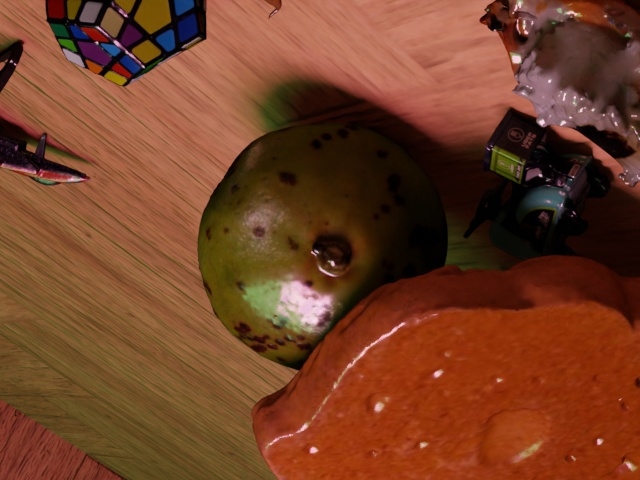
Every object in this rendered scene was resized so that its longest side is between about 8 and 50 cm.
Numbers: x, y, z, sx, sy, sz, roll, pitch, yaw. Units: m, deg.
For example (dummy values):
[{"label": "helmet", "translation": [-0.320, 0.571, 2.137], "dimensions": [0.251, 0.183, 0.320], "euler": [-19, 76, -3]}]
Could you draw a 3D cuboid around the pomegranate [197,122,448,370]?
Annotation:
[{"label": "pomegranate", "translation": [0.000, 0.000, 1.164], "dimensions": [0.211, 0.211, 0.263], "euler": [31, -174, -9]}]

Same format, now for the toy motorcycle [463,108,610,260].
[{"label": "toy motorcycle", "translation": [0.170, -0.027, 1.085], "dimensions": [0.100, 0.058, 0.173], "euler": [29, 158, 15]}]

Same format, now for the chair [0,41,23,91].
[{"label": "chair", "translation": [-0.395, -0.163, 1.361], "dimensions": [0.113, 0.106, 0.229], "euler": [35, 155, -22]}]

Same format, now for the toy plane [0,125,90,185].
[{"label": "toy plane", "translation": [-0.341, -0.095, 1.498], "dimensions": [0.189, 0.061, 0.130], "euler": [6, -171, 8]}]

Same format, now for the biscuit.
[{"label": "biscuit", "translation": [0.172, 0.139, 1.124], "dimensions": [0.455, 0.078, 0.349], "euler": [-5, 133, -5]}]

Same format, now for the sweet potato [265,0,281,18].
[{"label": "sweet potato", "translation": [-0.067, -0.216, 0.945], "dimensions": [0.056, 0.056, 0.195], "euler": [15, 159, 29]}]

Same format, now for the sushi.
[{"label": "sushi", "translation": [0.203, -0.088, 0.859], "dimensions": [0.226, 0.103, 0.097], "euler": [30, 141, -11]}]

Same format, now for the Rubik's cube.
[{"label": "Rubik's cube", "translation": [-0.143, -0.182, 1.022], "dimensions": [0.112, 0.133, 0.133], "euler": [-2, 153, 5]}]
